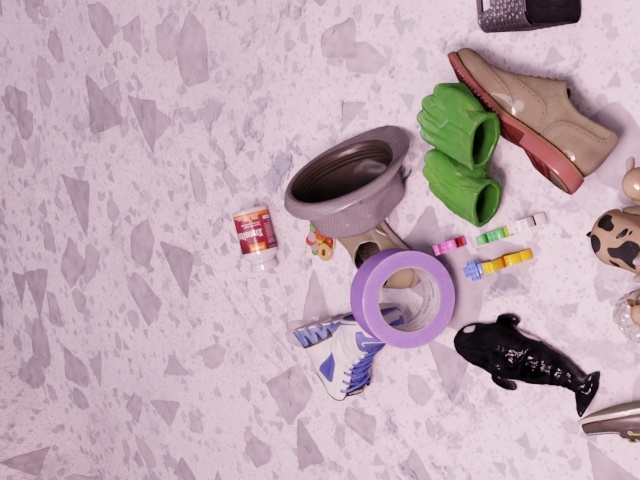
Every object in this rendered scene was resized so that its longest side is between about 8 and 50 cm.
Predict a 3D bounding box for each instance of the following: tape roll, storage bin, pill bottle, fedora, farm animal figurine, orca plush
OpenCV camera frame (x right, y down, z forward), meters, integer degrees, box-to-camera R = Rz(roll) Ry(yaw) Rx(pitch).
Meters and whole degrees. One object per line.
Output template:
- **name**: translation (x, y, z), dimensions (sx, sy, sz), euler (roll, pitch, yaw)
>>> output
- **tape roll**: translation (0.158, 0.110, 1.551), dimensions (0.080, 0.189, 0.188), euler (-171, 69, -73)
- **storage bin**: translation (0.325, -0.392, 1.249), dimensions (0.084, 0.180, 0.122), euler (2, 104, 45)
- **pill bottle**: translation (-0.151, -0.003, 1.910), dimensions (0.086, 0.086, 0.152), euler (-12, 94, 46)
- **fedora**: translation (0.069, -0.098, 1.592), dimensions (0.124, 0.275, 0.243), euler (61, 178, -31)
- **farm animal figurine**: translation (0.491, -0.007, 1.135), dimensions (0.327, 0.172, 0.330), euler (169, 95, -76)
- **orca plush**: translation (0.351, 0.236, 1.467), dimensions (0.287, 0.102, 0.151), euler (35, 125, 33)

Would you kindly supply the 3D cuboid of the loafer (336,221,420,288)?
- **loafer**: translation (0.094, 0.003, 1.662), dimensions (0.268, 0.092, 0.101), euler (41, 128, 29)

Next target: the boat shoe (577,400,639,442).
- **boat shoe**: translation (0.532, 0.299, 1.319), dimensions (0.228, 0.081, 0.068), euler (-28, 78, 43)

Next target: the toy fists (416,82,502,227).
- **toy fists**: translation (0.243, -0.153, 1.400), dimensions (0.142, 0.096, 0.279), euler (38, 158, 36)

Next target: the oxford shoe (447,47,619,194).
- **oxford shoe**: translation (0.350, -0.229, 1.350), dimensions (0.130, 0.123, 0.348), euler (-42, 61, 8)

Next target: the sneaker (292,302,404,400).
- **sneaker**: translation (0.078, 0.247, 1.742), dimensions (0.316, 0.127, 0.182), euler (-19, 92, 53)

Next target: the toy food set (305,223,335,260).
- **toy food set**: translation (0.000, 0.000, 1.807), dimensions (0.083, 0.020, 0.083), euler (30, 122, 36)

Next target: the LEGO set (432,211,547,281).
- **LEGO set**: translation (0.302, 0.024, 1.459), dimensions (0.227, 0.093, 0.087), euler (-21, 87, 46)
